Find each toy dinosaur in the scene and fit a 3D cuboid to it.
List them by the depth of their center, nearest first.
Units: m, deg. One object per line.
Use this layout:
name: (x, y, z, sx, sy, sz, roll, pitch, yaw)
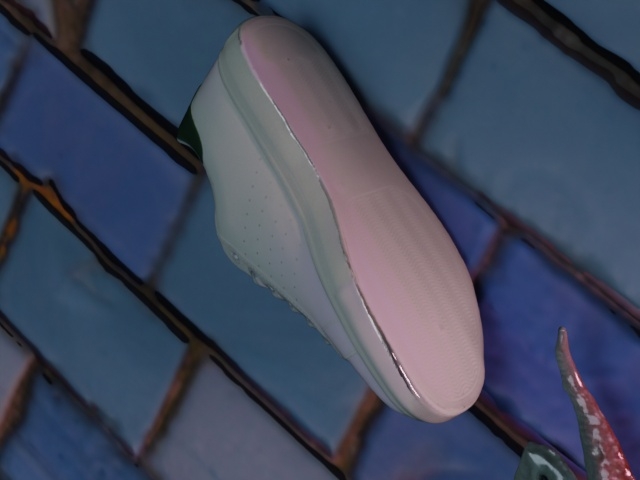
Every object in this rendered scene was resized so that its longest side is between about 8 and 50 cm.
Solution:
toy dinosaur: (0.158, 0.170, 0.853, 0.167, 0.053, 0.242, 16, 107, 33)

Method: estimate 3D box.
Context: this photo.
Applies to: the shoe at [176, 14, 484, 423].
shoe: (0.000, 0.000, 0.925, 0.110, 0.095, 0.265, -39, 69, 41)
